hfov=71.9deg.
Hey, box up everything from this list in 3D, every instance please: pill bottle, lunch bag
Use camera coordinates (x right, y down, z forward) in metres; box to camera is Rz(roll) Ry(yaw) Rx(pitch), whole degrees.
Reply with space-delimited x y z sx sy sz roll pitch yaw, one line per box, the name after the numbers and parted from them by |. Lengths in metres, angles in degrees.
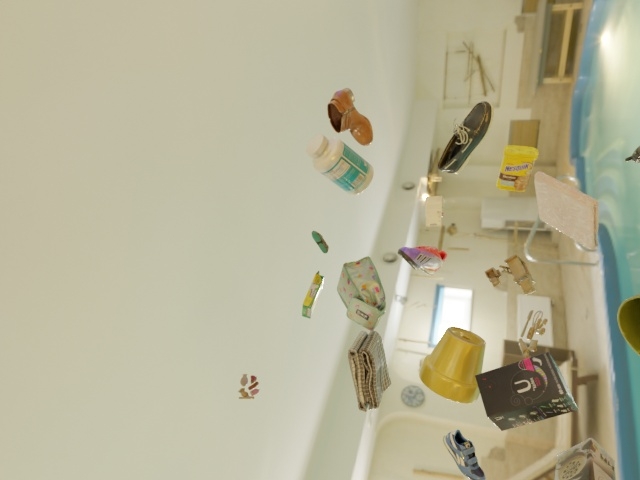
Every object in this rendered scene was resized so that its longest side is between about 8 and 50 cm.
0.071 -0.296 1.690 0.264 0.146 0.146 33 -121 -33 | pill bottle
0.186 0.241 1.899 0.223 0.160 0.262 101 149 -56 | lunch bag

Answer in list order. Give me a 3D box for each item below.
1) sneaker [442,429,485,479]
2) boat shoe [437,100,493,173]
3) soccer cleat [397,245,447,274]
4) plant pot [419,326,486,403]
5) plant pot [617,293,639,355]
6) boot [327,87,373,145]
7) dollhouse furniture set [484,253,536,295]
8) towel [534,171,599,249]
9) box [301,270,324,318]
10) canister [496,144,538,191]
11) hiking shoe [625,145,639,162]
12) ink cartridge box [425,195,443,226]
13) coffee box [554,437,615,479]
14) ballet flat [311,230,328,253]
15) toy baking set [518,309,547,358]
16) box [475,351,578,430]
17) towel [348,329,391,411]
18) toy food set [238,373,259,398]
0.395 0.582 1.198 0.053 0.144 0.059 -1 -50 -41 | sneaker
0.458 -0.329 1.415 0.095 0.079 0.254 -111 34 -40 | boat shoe
0.428 0.061 1.843 0.116 0.108 0.318 -50 -37 14 | soccer cleat
0.568 0.501 1.834 0.254 0.254 0.238 -17 -54 -70 | plant pot
1.227 0.253 1.474 0.274 0.294 0.274 58 162 30 | plant pot
0.083 -0.346 1.312 0.197 0.073 0.152 58 -146 -20 | boot
0.810 0.185 1.862 0.101 0.161 0.181 31 -144 -34 | dollhouse furniture set
1.155 -0.144 2.071 0.317 0.053 0.332 57 176 -40 | towel
-0.027 0.220 1.813 0.105 0.043 0.179 96 -167 -53 | box
0.785 -0.287 1.771 0.073 0.126 0.169 -67 -20 -49 | canister
1.191 -0.293 1.523 0.114 0.227 0.086 94 -174 -76 | hiking shoe
0.422 -0.106 1.637 0.029 0.063 0.115 2 -92 -61 | ink cartridge box
0.963 0.883 1.611 0.168 0.119 0.297 -51 -16 30 | coffee box
0.000 0.000 1.820 0.114 0.041 0.041 59 -147 -21 | ballet flat
0.970 0.421 2.013 0.196 0.030 0.256 -64 -5 16 | toy baking set
0.711 0.529 1.541 0.143 0.270 0.165 45 -152 -33 | box
0.213 0.551 1.890 0.235 0.121 0.283 -33 -67 -71 | towel
-0.259 0.538 1.615 0.122 0.078 0.019 -85 -7 -64 | toy food set
